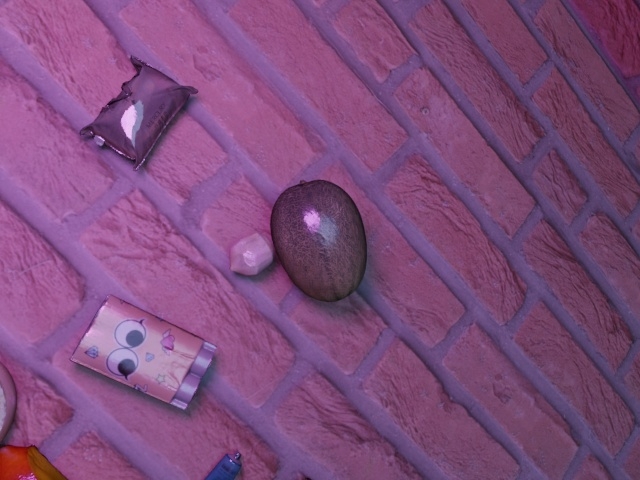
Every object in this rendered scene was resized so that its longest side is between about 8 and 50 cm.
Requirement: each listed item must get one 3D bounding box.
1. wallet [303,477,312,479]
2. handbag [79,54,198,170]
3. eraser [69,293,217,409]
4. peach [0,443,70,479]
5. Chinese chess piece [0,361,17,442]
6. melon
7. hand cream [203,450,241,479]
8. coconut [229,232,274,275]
[{"bbox_3d":[0.007,0.737,1.437,0.198,0.031,0.110,41,71,-14],"label":"wallet"},{"bbox_3d":[-0.450,-0.322,1.316,0.183,0.117,0.270,33,74,-8],"label":"handbag"},{"bbox_3d":[-0.415,0.266,1.279,0.291,0.087,0.171,31,75,-17],"label":"eraser"},{"bbox_3d":[-0.614,0.560,1.127,0.159,0.154,0.267,-42,102,-20],"label":"peach"},{"bbox_3d":[-0.782,0.349,1.107,0.273,0.102,0.273,3,83,-22],"label":"Chinese chess piece"},{"bbox_3d":[0.000,0.000,1.396,0.249,0.249,0.329,-23,98,-23],"label":"melon"},{"bbox_3d":[-0.270,0.626,1.332,0.083,0.048,0.224,41,77,-14],"label":"hand cream"},{"bbox_3d":[-0.186,0.042,1.397,0.124,0.110,0.110,-29,96,-25],"label":"coconut"}]
